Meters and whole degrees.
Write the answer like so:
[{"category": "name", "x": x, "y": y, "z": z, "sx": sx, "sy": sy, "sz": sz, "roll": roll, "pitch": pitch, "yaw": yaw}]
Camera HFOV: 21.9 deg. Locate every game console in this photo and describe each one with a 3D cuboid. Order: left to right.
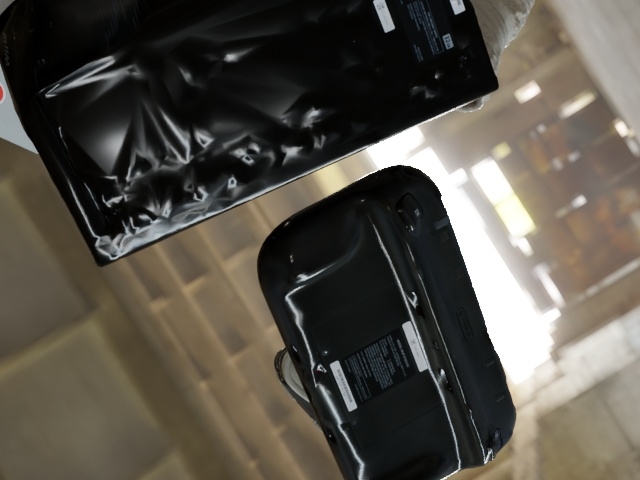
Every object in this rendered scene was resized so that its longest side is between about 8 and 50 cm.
[{"category": "game console", "x": 0.000, "y": 0.000, "z": 0.829, "sx": 0.044, "sy": 0.213, "sz": 0.361, "roll": -117, "pitch": 4, "yaw": -56}]

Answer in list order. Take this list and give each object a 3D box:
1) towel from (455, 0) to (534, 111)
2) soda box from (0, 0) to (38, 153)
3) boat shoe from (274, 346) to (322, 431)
[{"category": "towel", "x": 0.017, "y": -0.212, "z": 1.094, "sx": 0.282, "sy": 0.049, "sz": 0.187, "roll": 36, "pitch": -144, "yaw": -4}, {"category": "soda box", "x": -0.232, "y": -0.149, "z": 0.940, "sx": 0.286, "sy": 0.091, "sz": 0.098, "roll": 25, "pitch": -120, "yaw": -16}, {"category": "boat shoe", "x": 0.019, "y": 0.113, "z": 1.082, "sx": 0.125, "sy": 0.046, "sz": 0.038, "roll": 40, "pitch": 167, "yaw": -12}]
